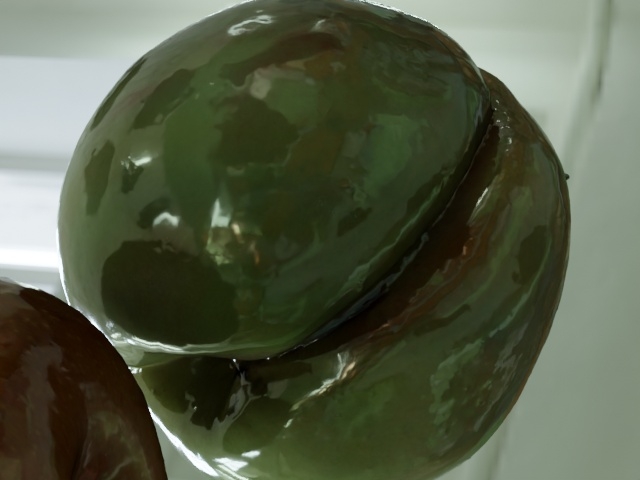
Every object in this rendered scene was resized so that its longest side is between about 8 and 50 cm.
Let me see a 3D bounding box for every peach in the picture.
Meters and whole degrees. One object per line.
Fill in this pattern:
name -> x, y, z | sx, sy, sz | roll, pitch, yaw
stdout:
peach -> 0.000, -0.001, 1.066 | 0.292, 0.247, 0.292 | 18, -121, -33

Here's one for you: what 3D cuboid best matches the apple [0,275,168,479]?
apple -> -0.179, 0.143, 0.875 | 0.251, 0.206, 0.272 | 66, -158, -9
